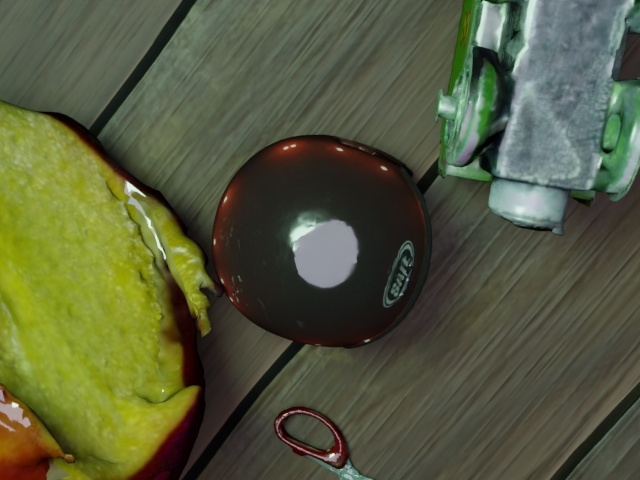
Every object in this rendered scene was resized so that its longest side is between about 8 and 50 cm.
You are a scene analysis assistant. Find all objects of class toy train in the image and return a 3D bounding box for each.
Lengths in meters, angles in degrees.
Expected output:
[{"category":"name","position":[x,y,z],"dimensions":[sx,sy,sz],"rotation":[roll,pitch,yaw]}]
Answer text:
[{"category":"toy train","position":[0.187,-0.166,0.982],"dimensions":[0.173,0.249,0.307],"rotation":[9,98,-2]}]

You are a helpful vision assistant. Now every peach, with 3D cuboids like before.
[{"category":"peach","position":[-0.284,0.074,0.979],"dimensions":[0.353,0.339,0.417],"rotation":[3,98,29]}]

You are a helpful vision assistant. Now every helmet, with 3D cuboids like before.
[{"category":"helmet","position":[0.000,0.000,1.052],"dimensions":[0.216,0.193,0.189],"rotation":[24,99,42]}]

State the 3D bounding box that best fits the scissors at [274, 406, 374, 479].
[{"category":"scissors","position":[0.061,0.258,1.157],"dimensions":[0.247,0.017,0.144],"rotation":[14,98,-1]}]
